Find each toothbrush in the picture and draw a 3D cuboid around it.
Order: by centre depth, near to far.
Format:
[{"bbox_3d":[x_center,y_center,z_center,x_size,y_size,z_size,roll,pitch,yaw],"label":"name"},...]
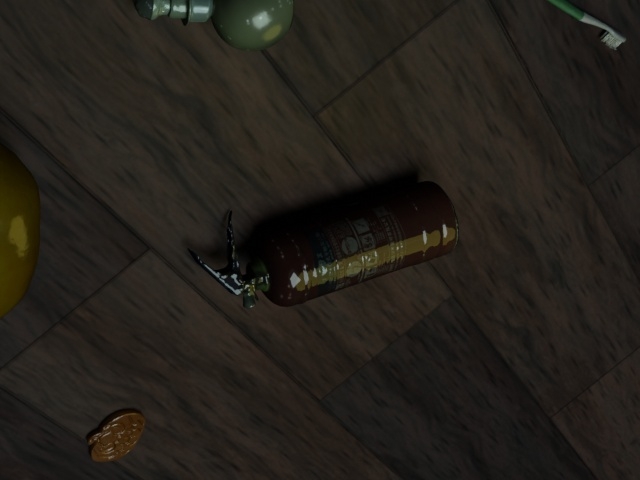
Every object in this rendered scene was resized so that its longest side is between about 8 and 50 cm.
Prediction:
[{"bbox_3d":[0.314,-0.288,1.907,0.024,0.018,0.257,-44,144,20],"label":"toothbrush"}]

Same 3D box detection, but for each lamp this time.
[{"bbox_3d":[-0.111,-0.243,1.571,0.163,0.091,0.091,2,130,-19],"label":"lamp"}]

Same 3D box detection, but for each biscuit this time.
[{"bbox_3d":[-0.272,0.259,2.015,0.078,0.015,0.091,-2,130,-38],"label":"biscuit"}]

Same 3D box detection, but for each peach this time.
[{"bbox_3d":[-0.402,-0.004,1.534,0.251,0.153,0.251,-9,129,-11],"label":"peach"}]

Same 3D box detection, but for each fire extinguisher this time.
[{"bbox_3d":[0.000,0.000,1.905,0.344,0.102,0.138,-17,106,-24],"label":"fire extinguisher"}]
